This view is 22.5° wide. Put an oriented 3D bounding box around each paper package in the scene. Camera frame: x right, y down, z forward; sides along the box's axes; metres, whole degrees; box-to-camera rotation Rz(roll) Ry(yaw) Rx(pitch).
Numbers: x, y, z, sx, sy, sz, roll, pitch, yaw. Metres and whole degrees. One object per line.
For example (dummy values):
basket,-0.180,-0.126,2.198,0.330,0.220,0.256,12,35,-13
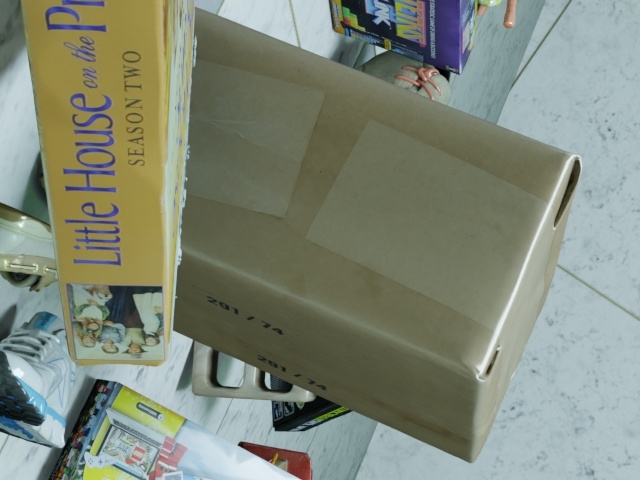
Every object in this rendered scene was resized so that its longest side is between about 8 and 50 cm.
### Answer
paper package,0.000,0.000,1.163,0.309,0.325,0.168,78,35,-72

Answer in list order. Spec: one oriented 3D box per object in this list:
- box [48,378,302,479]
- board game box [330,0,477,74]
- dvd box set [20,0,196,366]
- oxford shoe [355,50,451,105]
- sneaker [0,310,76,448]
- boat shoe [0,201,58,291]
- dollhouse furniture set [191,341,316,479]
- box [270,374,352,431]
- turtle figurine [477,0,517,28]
box,-0.118,0.236,1.337,0.044,0.233,0.159,-1,-119,59
board game box,0.080,-0.236,1.561,0.170,0.141,0.048,76,37,-70
dvd box set,-0.092,-0.169,0.761,0.420,0.062,0.307,98,-6,-57
oxford shoe,0.060,-0.132,1.632,0.130,0.123,0.348,-46,-171,24
sneaker,-0.199,0.082,1.063,0.190,0.071,0.083,100,7,-76
boat shoe,-0.186,0.008,1.018,0.045,0.050,0.135,-65,158,-4
dollhouse furniture set,-0.096,0.135,1.515,0.201,0.152,0.374,0,94,-77
box,0.001,0.087,1.646,0.184,0.045,0.190,146,-56,-60
turtle figurine,0.123,-0.299,1.665,0.217,0.087,0.269,109,-36,-68
